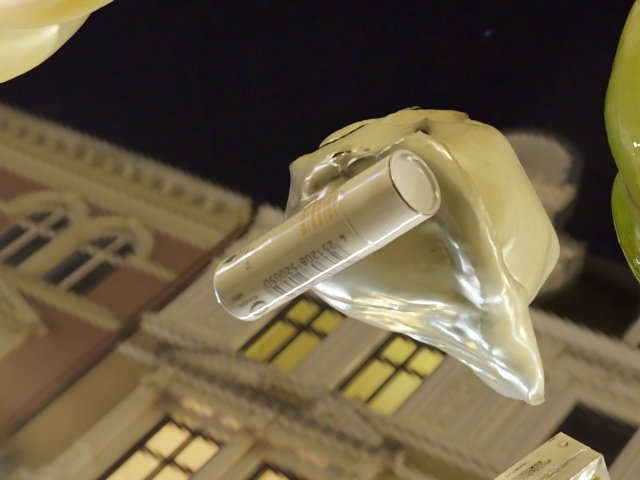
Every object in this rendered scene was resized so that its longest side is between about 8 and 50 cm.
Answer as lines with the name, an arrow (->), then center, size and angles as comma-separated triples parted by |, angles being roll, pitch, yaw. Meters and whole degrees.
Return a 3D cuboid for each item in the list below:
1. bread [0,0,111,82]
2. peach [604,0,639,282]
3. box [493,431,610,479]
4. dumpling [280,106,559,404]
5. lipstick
bread -> -0.134, -0.238, 0.712 | 0.245, 0.329, 0.424 | 40, -32, -2
peach -> 0.316, -0.039, 0.948 | 0.316, 0.314, 0.281 | 11, -47, 17
box -> 0.129, 0.159, 0.870 | 0.036, 0.051, 0.117 | 25, -37, 55
dumpling -> 0.081, 0.022, 1.248 | 0.187, 0.318, 0.242 | -25, -89, 4
lipstick -> 0.000, 0.000, 0.914 | 0.141, 0.040, 0.040 | -32, -83, 36
